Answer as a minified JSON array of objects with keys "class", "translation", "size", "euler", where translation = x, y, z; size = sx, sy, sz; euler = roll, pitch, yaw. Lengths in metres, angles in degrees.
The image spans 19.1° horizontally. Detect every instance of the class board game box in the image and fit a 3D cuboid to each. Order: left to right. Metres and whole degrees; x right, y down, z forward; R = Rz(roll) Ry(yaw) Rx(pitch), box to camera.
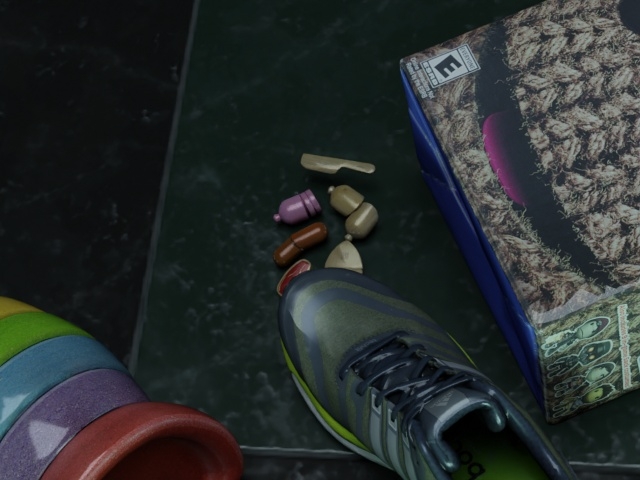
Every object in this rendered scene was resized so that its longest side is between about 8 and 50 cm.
[{"class":"board game box","translation":[0.234,-0.053,1.281],"size":[0.291,0.141,0.232],"euler":[-23,59,-4]}]

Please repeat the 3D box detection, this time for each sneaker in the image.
[{"class":"sneaker","translation":[0.079,0.111,1.223],"size":[0.111,0.121,0.300],"euler":[-40,62,-14]}]

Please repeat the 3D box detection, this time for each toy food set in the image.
[{"class":"toy food set","translation":[0.000,0.000,1.363],"size":[0.078,0.019,0.122],"euler":[10,70,15]}]

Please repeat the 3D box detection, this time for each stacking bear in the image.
[{"class":"stacking bear","translation":[-0.221,0.108,1.263],"size":[0.289,0.164,0.175],"euler":[33,70,29]}]
